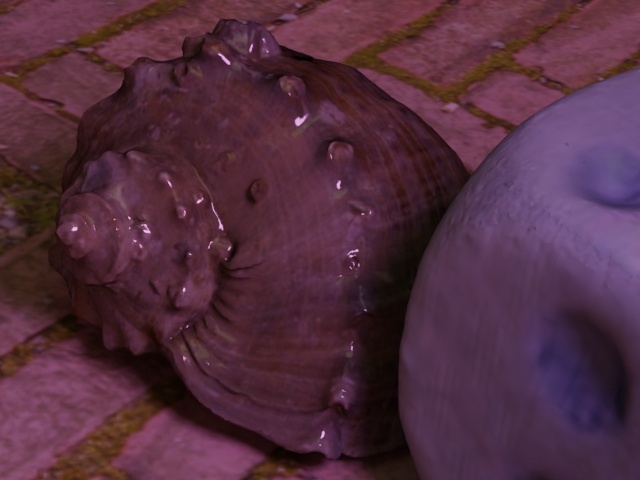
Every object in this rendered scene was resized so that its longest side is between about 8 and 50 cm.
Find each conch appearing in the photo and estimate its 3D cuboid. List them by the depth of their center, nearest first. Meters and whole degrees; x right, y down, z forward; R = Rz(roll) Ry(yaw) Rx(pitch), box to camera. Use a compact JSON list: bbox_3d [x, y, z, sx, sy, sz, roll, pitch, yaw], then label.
[{"bbox_3d":[0.003,-0.011,1.226,0.352,0.210,0.297,-16,56,-26],"label":"conch"}]

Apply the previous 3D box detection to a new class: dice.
[{"bbox_3d":[0.223,0.071,1.079,0.268,0.262,0.264,-24,45,-35],"label":"dice"}]
